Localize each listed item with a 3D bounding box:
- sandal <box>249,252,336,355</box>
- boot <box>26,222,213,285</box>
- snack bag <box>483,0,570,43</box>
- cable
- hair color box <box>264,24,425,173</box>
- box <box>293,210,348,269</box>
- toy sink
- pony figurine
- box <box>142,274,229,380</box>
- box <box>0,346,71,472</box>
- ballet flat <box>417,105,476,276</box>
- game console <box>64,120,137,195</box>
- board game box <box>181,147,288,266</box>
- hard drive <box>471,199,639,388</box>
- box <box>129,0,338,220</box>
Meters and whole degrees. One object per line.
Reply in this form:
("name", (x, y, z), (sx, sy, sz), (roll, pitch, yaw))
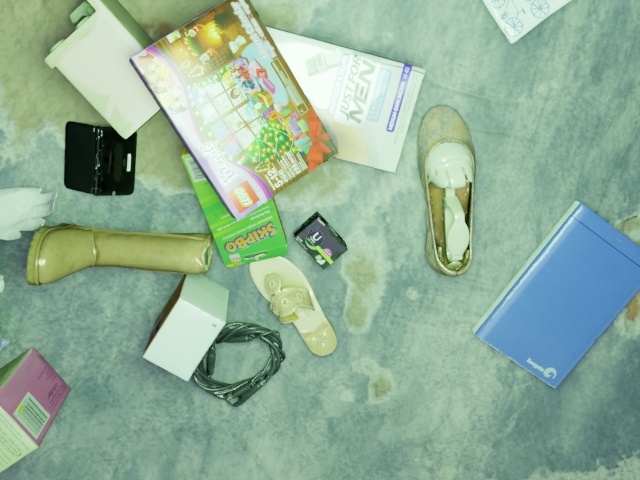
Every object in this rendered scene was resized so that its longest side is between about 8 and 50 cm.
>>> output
("sandal", (-0.044, 0.126, 1.377), (0.088, 0.079, 0.240), (-34, 105, 6))
("boot", (-0.329, 0.022, 1.250), (0.270, 0.236, 0.089), (5, 107, -2))
("snack bag", (0.372, -0.555, 1.218), (0.343, 0.037, 0.323), (-34, 100, 7))
("cable", (-0.156, 0.225, 1.420), (0.184, 0.047, 0.150), (-43, 99, 10))
("hair color box", (-0.013, -0.248, 1.260), (0.339, 0.110, 0.185), (13, 106, -6))
("box", (0.000, 0.000, 1.359), (0.062, 0.052, 0.083), (-41, 103, 8))
("toy sink", (-0.345, -0.296, 1.197), (0.131, 0.153, 0.234), (-39, 106, 7))
("pony figurine", (-0.640, 0.048, 1.237), (0.351, 0.302, 0.363), (7, 121, 3))
("box", (-0.236, 0.145, 1.321), (0.091, 0.170, 0.130), (31, 100, -12))
("box", (-0.604, 0.339, 1.326), (0.243, 0.213, 0.117), (-34, 105, 5))
("ballet flat", (0.237, -0.081, 1.325), (0.108, 0.106, 0.315), (-8, 106, -2))
("game console", (-0.389, -0.145, 1.310), (0.107, 0.071, 0.122), (-4, 109, -34))
("board game box", (-0.143, -0.063, 1.294), (0.124, 0.039, 0.259), (-12, 128, 4))
("hard drive", (0.474, 0.110, 1.430), (0.210, 0.040, 0.318), (34, 101, -13))
("box", (-0.129, -0.206, 1.151), (0.201, 0.057, 0.293), (-35, 107, -10))
